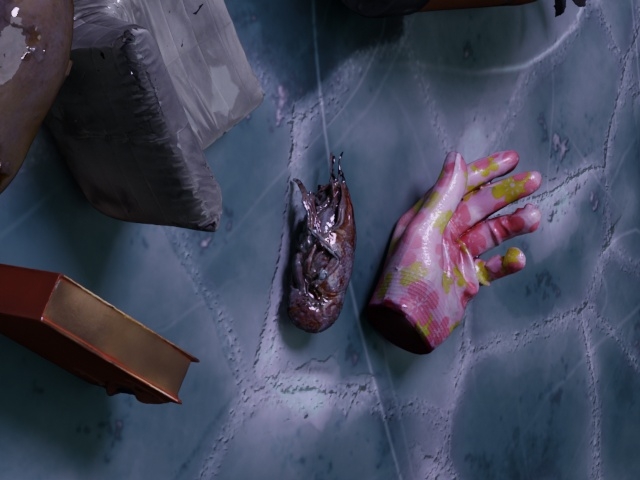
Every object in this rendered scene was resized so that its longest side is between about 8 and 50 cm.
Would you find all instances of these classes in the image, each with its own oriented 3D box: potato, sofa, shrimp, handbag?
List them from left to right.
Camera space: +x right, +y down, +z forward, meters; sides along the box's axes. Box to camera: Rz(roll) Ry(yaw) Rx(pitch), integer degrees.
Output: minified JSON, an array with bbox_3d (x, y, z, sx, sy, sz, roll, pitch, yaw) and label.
[{"bbox_3d":[-0.290,-0.119,1.406,0.262,0.165,0.165,-54,131,-16],"label":"potato"},{"bbox_3d":[-0.211,0.081,1.541,0.190,0.127,0.063,38,67,-43],"label":"handbag"},{"bbox_3d":[-0.130,-0.150,1.575,0.225,0.176,0.210,-43,123,-37],"label":"sofa"},{"bbox_3d":[0.001,0.000,1.819,0.073,0.075,0.190,11,91,-29],"label":"shrimp"}]

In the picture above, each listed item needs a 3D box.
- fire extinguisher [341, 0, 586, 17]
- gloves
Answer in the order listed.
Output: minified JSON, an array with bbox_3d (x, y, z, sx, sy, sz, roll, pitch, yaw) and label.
[{"bbox_3d":[0.169,-0.343,1.940,0.376,0.113,0.200,-10,100,-47],"label":"fire extinguisher"},{"bbox_3d":[0.145,0.000,1.942,0.145,0.126,0.241,39,65,-16],"label":"gloves"}]
